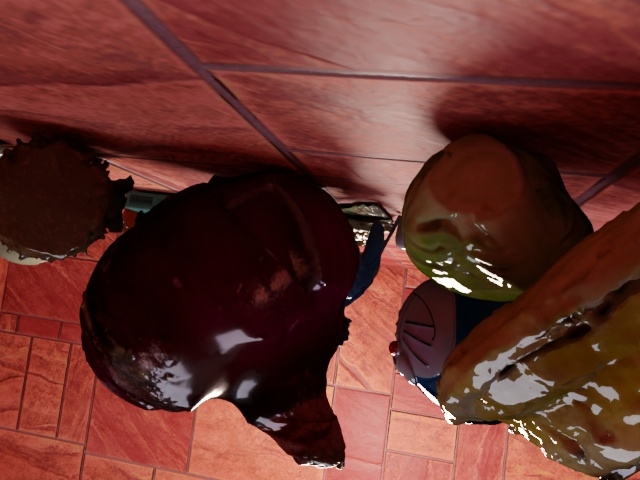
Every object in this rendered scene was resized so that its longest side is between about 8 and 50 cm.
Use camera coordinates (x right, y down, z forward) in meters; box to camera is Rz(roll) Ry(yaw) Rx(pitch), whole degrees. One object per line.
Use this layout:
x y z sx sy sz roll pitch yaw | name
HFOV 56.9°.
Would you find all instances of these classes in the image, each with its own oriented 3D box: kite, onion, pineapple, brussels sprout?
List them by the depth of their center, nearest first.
0.148 -0.014 0.522 0.180 0.144 0.161 41 -173 -43 | brussels sprout
-0.092 0.127 0.823 0.398 0.420 0.398 -35 -179 1 | onion
-0.347 -0.064 0.830 0.165 0.166 0.364 8 -176 -13 | pineapple
0.036 -0.049 1.090 0.267 0.013 0.323 9 173 -31 | kite

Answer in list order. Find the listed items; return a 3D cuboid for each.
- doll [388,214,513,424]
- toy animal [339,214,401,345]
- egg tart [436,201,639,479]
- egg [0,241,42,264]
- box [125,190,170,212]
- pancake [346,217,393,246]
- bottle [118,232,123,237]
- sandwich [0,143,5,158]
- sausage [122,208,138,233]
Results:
0.223 0.106 0.856 0.240 0.310 0.284 6 176 -7 | doll
0.057 0.062 1.008 0.255 0.176 0.239 -31 170 -6 | toy animal
0.248 0.071 0.450 0.345 0.132 0.345 -29 157 -13 | egg tart
-0.669 -0.031 1.369 0.217 0.183 0.183 16 -178 35 | egg
-0.262 -0.062 1.224 0.229 0.041 0.162 7 176 9 | box
-0.006 0.000 1.230 0.304 0.067 0.427 2 173 3 | pancake
-0.446 -0.012 1.585 0.147 0.148 0.236 10 168 -29 | bottle
-0.583 -0.095 0.794 0.325 0.131 0.262 12 173 -26 | sandwich
-0.299 -0.031 1.374 0.348 0.094 0.097 6 -171 1 | sausage
